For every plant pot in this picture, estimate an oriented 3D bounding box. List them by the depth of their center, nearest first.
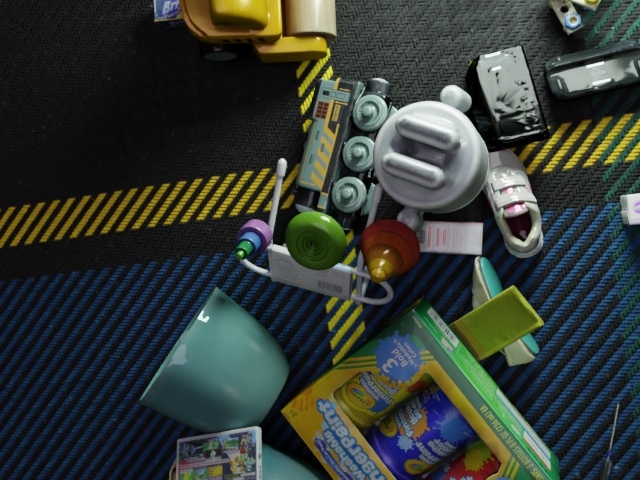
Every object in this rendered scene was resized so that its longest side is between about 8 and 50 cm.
[{"bbox_3d":[-0.068,0.593,1.498,0.255,0.271,0.271,17,94,-4],"label":"plant pot"},{"bbox_3d":[-0.210,0.285,1.503,0.235,0.293,0.293,34,98,-6],"label":"plant pot"}]

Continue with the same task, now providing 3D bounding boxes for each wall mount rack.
[{"bbox_3d":[0.000,0.000,1.451,0.350,0.304,0.130,15,55,11],"label":"wall mount rack"}]

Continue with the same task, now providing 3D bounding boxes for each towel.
[{"bbox_3d":[0.344,0.190,1.456,0.102,0.021,0.237,51,129,3],"label":"towel"}]

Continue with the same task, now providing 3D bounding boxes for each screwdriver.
[{"bbox_3d":[0.616,0.429,1.468,0.025,0.024,0.169,16,87,-19],"label":"screwdriver"}]

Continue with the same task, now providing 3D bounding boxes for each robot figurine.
[{"bbox_3d":[0.223,-0.156,1.364,0.200,0.353,0.299,26,97,17],"label":"robot figurine"}]

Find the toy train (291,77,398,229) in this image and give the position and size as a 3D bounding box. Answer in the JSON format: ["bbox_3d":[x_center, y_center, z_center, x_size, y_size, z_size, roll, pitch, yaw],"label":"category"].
[{"bbox_3d":[0.050,-0.195,1.516,0.190,0.142,0.333,17,96,23],"label":"toy train"}]

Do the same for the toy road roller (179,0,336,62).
[{"bbox_3d":[-0.127,-0.498,1.457,0.330,0.240,0.202,-3,91,-4],"label":"toy road roller"}]

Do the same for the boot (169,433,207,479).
[{"bbox_3d":[-0.277,0.543,1.553,0.095,0.203,0.262,22,94,11],"label":"boot"}]

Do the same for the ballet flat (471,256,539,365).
[{"bbox_3d":[0.371,0.156,1.484,0.086,0.086,0.248,-29,86,11],"label":"ballet flat"}]

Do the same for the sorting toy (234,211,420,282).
[{"bbox_3d":[-0.001,0.028,1.325,0.366,0.126,0.127,6,119,15],"label":"sorting toy"}]

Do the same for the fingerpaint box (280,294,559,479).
[{"bbox_3d":[0.204,0.408,1.453,0.371,0.163,0.444,-40,84,18],"label":"fingerpaint box"}]

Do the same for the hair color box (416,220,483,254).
[{"bbox_3d":[0.279,-0.006,1.512,0.141,0.043,0.072,3,92,10],"label":"hair color box"}]

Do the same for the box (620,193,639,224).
[{"bbox_3d":[0.781,-0.078,1.399,0.324,0.067,0.063,-6,90,11],"label":"box"}]

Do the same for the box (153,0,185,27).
[{"bbox_3d":[-0.299,-0.536,1.614,0.169,0.054,0.059,-3,90,12],"label":"box"}]

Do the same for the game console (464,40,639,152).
[{"bbox_3d":[0.493,-0.318,1.442,0.361,0.044,0.213,-12,73,8],"label":"game console"}]

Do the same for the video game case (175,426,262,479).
[{"bbox_3d":[-0.205,0.477,1.386,0.201,0.023,0.183,-16,62,25],"label":"video game case"}]

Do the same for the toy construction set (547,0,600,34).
[{"bbox_3d":[0.458,-0.599,1.421,0.328,0.151,0.215,37,98,-2],"label":"toy construction set"}]

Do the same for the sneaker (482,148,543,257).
[{"bbox_3d":[0.403,-0.086,1.451,0.103,0.111,0.252,-23,86,11],"label":"sneaker"}]
